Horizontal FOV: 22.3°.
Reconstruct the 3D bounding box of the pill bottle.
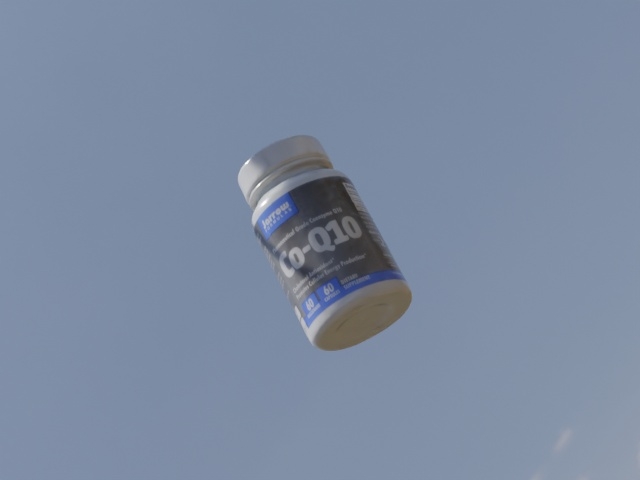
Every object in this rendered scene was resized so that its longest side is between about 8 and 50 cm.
[{"bbox_3d":[0.000,0.000,1.116,0.078,0.137,0.078,-24,-23,-11],"label":"pill bottle"}]
